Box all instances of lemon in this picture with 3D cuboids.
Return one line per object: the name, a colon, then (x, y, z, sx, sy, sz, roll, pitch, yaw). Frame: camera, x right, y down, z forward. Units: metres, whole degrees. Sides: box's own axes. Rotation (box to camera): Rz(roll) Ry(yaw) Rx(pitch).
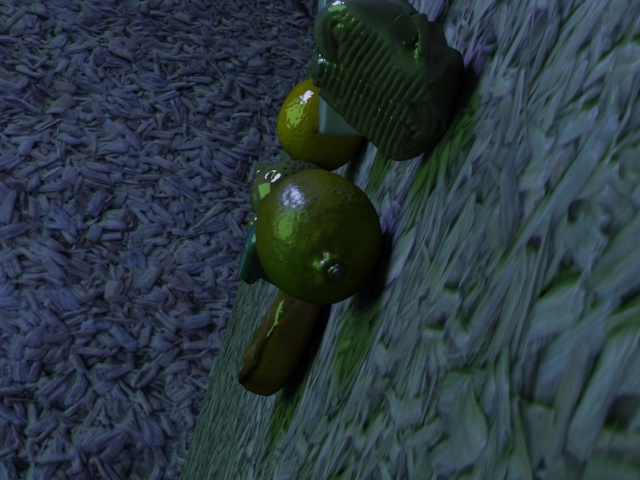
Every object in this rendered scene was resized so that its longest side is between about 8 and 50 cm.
lemon: (0.008, -0.232, 1.920, 0.203, 0.178, 0.178, -59, 9, 2)
lemon: (0.000, 0.000, 1.386, 0.184, 0.184, 0.248, -66, 26, 23)

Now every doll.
doll: (-0.053, -0.039, 1.826, 0.260, 0.177, 0.161, -82, 10, -47)

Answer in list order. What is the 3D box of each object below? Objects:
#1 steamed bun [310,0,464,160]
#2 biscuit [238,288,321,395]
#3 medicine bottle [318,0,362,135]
steamed bun: (0.100, -0.238, 1.300, 0.144, 0.218, 0.211, -49, -9, -31)
biscuit: (-0.064, 0.164, 1.689, 0.274, 0.091, 0.213, 122, 169, -48)
medicine bottle: (0.058, -0.338, 1.630, 0.179, 0.124, 0.324, -29, -58, -72)
